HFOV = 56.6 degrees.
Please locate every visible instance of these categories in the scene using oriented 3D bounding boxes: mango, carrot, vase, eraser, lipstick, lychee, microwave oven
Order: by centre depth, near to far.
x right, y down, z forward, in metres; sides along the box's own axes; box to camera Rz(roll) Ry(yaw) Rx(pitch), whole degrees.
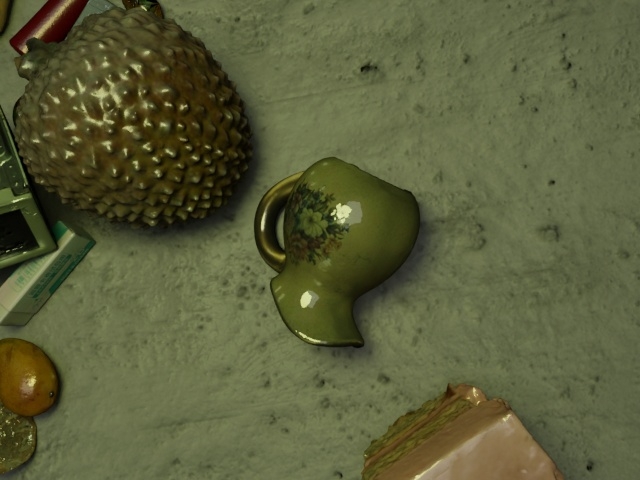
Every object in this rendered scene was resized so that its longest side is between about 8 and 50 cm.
[{"bbox_3d":[-0.681,-0.074,1.001,0.354,0.218,0.286,-21,69,-20],"label":"microwave oven"},{"bbox_3d":[-0.323,-0.209,1.052,0.432,0.380,0.381,30,85,-19],"label":"lychee"},{"bbox_3d":[0.000,0.000,1.093,0.329,0.240,0.302,30,100,35],"label":"vase"},{"bbox_3d":[-0.569,0.259,1.146,0.115,0.089,0.165,-26,74,3],"label":"mango"},{"bbox_3d":[-0.546,0.065,1.163,0.052,0.095,0.225,39,87,8],"label":"eraser"},{"bbox_3d":[-0.540,-0.472,1.242,0.080,0.080,0.241,41,87,8],"label":"lipstick"},{"bbox_3d":[-0.401,-0.539,1.251,0.069,0.069,0.229,-30,81,0],"label":"carrot"}]

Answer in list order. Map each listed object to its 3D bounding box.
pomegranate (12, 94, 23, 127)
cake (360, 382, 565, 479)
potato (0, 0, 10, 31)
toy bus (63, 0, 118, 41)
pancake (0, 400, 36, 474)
[{"bbox_3d":[-0.548,-0.245,1.196,0.130,0.130,0.130,-1,83,4],"label":"pomegranate"},{"bbox_3d":[0.245,0.423,0.957,0.293,0.307,0.314,-35,82,-3],"label":"cake"},{"bbox_3d":[-0.737,-0.531,1.241,0.150,0.146,0.234,-1,82,34],"label":"potato"},{"bbox_3d":[-0.484,-0.415,1.232,0.064,0.075,0.191,29,86,8],"label":"toy bus"},{"bbox_3d":[-0.608,0.371,1.126,0.022,0.139,0.140,-28,79,40],"label":"pancake"}]
